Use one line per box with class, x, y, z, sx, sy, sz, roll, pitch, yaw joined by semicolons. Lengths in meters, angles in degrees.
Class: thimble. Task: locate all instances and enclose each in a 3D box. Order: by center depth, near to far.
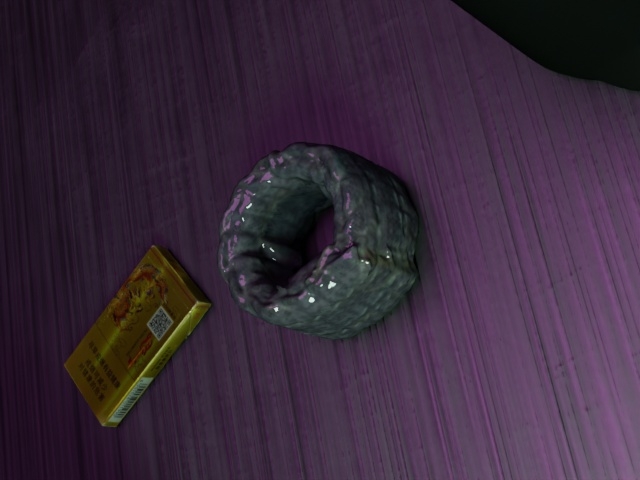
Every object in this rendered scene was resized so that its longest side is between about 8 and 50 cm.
thimble;-0.002;0.001;0.783;0.150;0.098;0.150;-10;72;33

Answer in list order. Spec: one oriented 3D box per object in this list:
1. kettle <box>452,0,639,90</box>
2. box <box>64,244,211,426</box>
kettle;0.119;-0.248;0.633;0.262;0.308;0.203;45;105;33
box;-0.173;0.089;0.923;0.089;0.022;0.156;45;104;32
